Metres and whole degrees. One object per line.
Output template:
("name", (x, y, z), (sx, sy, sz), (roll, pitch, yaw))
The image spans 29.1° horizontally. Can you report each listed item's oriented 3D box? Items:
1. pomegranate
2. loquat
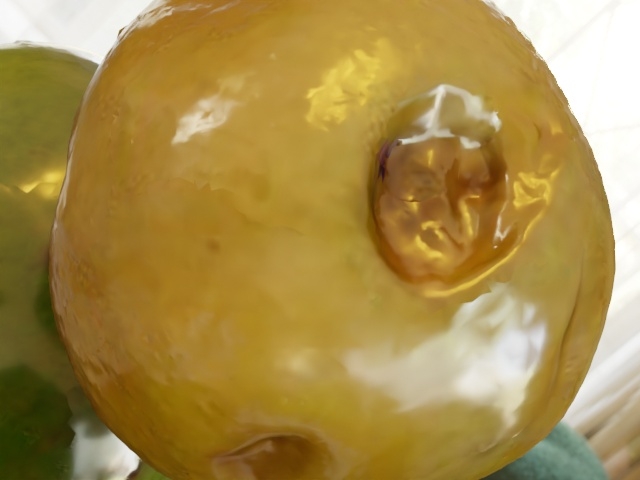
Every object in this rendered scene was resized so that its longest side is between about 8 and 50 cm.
("pomegranate", (-0.215, 0.028, 0.723), (0.216, 0.359, 0.309), (65, 23, -70))
("loquat", (-0.003, -0.005, 0.455), (0.213, 0.213, 0.213), (43, 17, -16))
